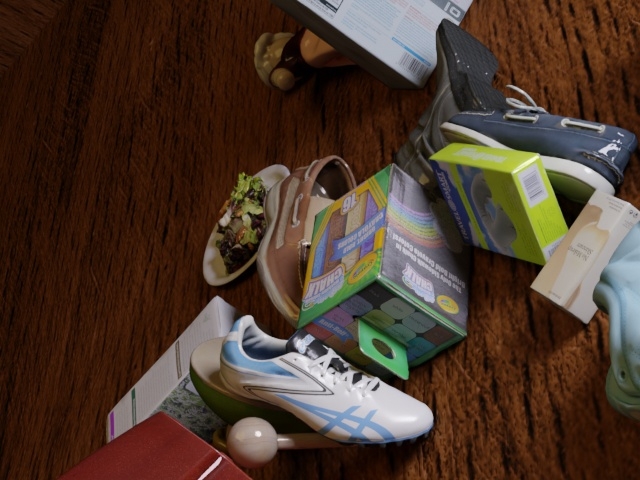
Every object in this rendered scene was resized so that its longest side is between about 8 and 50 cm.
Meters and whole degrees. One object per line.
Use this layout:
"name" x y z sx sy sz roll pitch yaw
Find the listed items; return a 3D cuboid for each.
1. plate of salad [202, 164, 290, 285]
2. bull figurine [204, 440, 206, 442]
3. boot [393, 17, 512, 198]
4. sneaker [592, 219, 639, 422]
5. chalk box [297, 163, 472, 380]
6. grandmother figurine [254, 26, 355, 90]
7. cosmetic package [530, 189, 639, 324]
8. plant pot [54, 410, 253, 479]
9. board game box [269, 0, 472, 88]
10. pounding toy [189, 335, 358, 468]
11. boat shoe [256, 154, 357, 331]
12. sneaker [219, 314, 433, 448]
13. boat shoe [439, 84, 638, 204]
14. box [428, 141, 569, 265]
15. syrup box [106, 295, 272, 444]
"plate of salad" -0.113 -0.027 1.973 0.200 0.048 0.200 -40 30 29
"bull figurine" -0.234 0.374 1.670 0.188 0.101 0.310 -22 40 55
"boot" 0.138 -0.153 1.653 0.161 0.083 0.246 -50 25 27
"sneaker" 0.296 0.107 1.046 0.150 0.135 0.366 -54 16 22
"chalk box" 0.069 0.054 1.471 0.132 0.132 0.213 -33 33 39
"grandmother figurine" 0.002 -0.283 2.021 0.208 0.104 0.342 -37 14 -27
"cosmetic package" 0.254 0.015 1.299 0.115 0.041 0.060 -56 26 0
"plant pot" -0.150 0.332 1.413 0.236 0.267 0.267 -51 25 -11
"board game box" 0.102 -0.383 1.808 0.303 0.224 0.097 -59 24 -7
"pounding toy" -0.055 0.202 1.517 0.237 0.183 0.110 -132 51 -60
"boat shoe" 0.000 0.000 1.670 0.116 0.123 0.324 -42 31 22
"sneaker" 0.003 0.144 1.408 0.085 0.237 0.086 -39 -37 -58
"boat shoe" 0.220 -0.103 1.427 0.079 0.095 0.254 -56 30 -8
"box" 0.178 -0.042 1.418 0.042 0.109 0.178 -31 20 -19
"syrup box" -0.166 0.195 1.759 0.237 0.093 0.096 -47 28 20
